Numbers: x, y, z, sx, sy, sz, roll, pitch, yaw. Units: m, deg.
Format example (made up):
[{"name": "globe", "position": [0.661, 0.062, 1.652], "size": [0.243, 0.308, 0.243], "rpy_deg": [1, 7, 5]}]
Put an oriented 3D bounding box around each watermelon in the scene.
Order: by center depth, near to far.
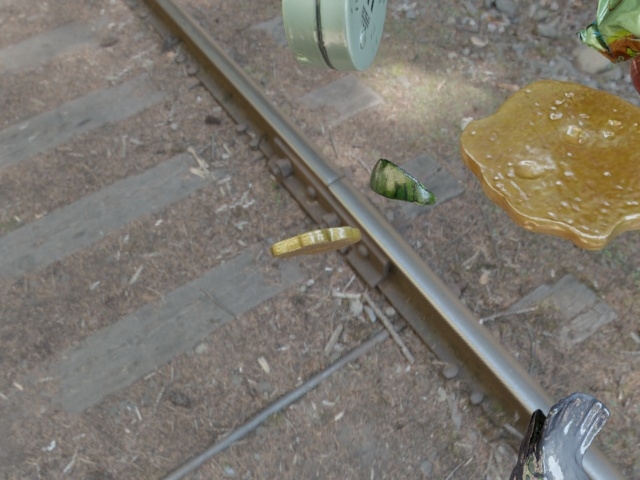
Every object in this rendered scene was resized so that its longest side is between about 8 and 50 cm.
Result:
[{"name": "watermelon", "position": [0.170, -0.142, 1.320], "size": [0.091, 0.075, 0.181], "rpy_deg": [-11, 32, -31]}]

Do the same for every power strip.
[{"name": "power strip", "position": [0.049, -0.590, 1.401], "size": [0.161, 0.358, 0.358], "rpy_deg": [10, 54, 19]}]

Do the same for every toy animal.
[{"name": "toy animal", "position": [0.254, 0.311, 0.600], "size": [0.122, 0.185, 0.299], "rpy_deg": [3, 71, -21]}]

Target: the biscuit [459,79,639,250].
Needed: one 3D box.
[{"name": "biscuit", "position": [0.489, -0.155, 1.146], "size": [0.365, 0.062, 0.385], "rpy_deg": [-32, 58, -12]}]

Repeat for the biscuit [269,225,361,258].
[{"name": "biscuit", "position": [0.000, 0.000, 1.155], "size": [0.165, 0.225, 0.036], "rpy_deg": [-20, 81, 31]}]

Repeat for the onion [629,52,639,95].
[{"name": "onion", "position": [0.754, -0.369, 1.180], "size": [0.229, 0.163, 0.230], "rpy_deg": [-3, 66, 7]}]

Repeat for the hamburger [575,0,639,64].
[{"name": "hamburger", "position": [0.582, -0.446, 1.011], "size": [0.150, 0.276, 0.261], "rpy_deg": [43, 19, -11]}]
